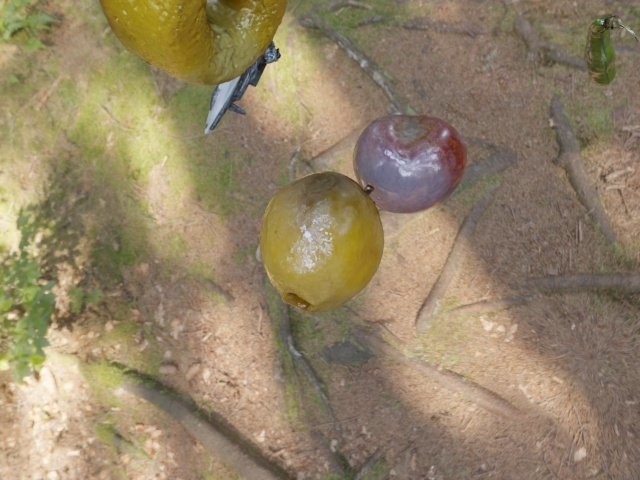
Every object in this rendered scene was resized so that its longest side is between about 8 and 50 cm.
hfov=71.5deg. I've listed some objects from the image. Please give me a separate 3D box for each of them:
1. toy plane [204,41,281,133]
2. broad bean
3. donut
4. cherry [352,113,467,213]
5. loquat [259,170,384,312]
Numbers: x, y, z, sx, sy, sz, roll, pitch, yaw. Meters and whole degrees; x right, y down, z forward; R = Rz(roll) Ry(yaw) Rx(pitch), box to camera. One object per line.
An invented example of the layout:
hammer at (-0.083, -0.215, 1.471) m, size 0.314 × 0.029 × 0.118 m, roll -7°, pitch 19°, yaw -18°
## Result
toy plane at (-0.098, -0.249, 0.626) m, size 0.160 × 0.082 × 0.234 m, roll -108°, pitch 35°, yaw -57°
broad bean at (0.588, -0.388, 0.924) m, size 0.056 × 0.318 × 0.098 m, roll -29°, pitch 81°, yaw 26°
donut at (-0.080, -0.194, 0.343) m, size 0.065 × 0.178 × 0.162 m, roll 41°, pitch 88°, yaw 8°
cherry at (0.185, -0.146, 0.946) m, size 0.239 × 0.239 × 0.206 m, roll -27°, pitch 37°, yaw 23°
loquat at (0.000, 0.000, 0.735) m, size 0.193 × 0.238 × 0.238 m, roll 5°, pitch 80°, yaw 42°
